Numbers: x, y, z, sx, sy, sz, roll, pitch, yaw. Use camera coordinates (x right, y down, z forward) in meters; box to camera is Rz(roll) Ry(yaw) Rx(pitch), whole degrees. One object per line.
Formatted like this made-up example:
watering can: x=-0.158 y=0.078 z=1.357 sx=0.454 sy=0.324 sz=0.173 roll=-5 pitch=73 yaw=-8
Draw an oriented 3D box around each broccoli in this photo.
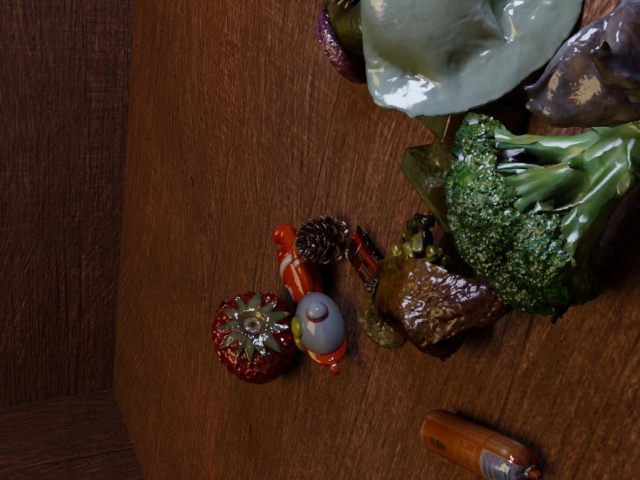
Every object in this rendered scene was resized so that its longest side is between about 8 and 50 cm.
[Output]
broccoli: x=0.269 y=-0.059 z=0.954 sx=0.269 sy=0.254 sz=0.269 roll=2 pitch=94 yaw=26

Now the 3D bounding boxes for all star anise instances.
star anise: x=0.346 y=-0.190 z=0.757 sx=0.139 sy=0.315 sz=0.359 roll=53 pitch=-169 yaw=1

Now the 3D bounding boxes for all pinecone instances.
pinecone: x=-0.001 y=0.003 z=1.591 sx=0.102 sy=0.109 sz=0.102 roll=27 pitch=132 yaw=35

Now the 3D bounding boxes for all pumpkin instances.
pumpkin: x=0.081 y=-0.397 z=1.302 sx=0.219 sy=0.162 sz=0.219 roll=29 pitch=124 yaw=56

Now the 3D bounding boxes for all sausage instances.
sausage: x=0.239 y=0.311 z=1.213 sx=0.234 sy=0.071 sz=0.071 roll=10 pitch=103 yaw=63

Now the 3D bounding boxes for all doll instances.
doll: x=-0.024 y=0.127 z=1.654 sx=0.200 sy=0.105 sz=0.337 roll=83 pitch=166 yaw=-56

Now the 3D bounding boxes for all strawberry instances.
strawberry: x=-0.145 y=0.238 z=1.860 sx=0.244 sy=0.205 sz=0.205 roll=91 pitch=161 yaw=-59

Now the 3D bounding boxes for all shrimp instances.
shrimp: x=0.104 y=0.127 z=1.432 sx=0.099 sy=0.041 sz=0.180 roll=37 pitch=147 yaw=32

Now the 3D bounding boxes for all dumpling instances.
dumpling: x=0.181 y=-0.344 z=1.081 sx=0.212 sy=0.269 sz=0.321 roll=-103 pitch=12 yaw=-66

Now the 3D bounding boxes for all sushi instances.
sushi: x=0.164 y=0.074 z=1.226 sx=0.179 sy=0.166 sz=0.296 roll=-55 pitch=1 yaw=-4

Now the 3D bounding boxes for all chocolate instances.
chocolate: x=0.100 y=0.055 z=1.489 sx=0.182 sy=0.028 sz=0.086 roll=55 pitch=138 yaw=40

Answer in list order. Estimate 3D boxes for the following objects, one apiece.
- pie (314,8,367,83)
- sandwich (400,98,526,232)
pie: x=0.044 y=-0.335 z=1.421 sx=0.036 sy=0.154 sz=0.155 roll=-31 pitch=63 yaw=28
sandwich: x=0.190 y=-0.098 z=1.180 sx=0.122 sy=0.128 sz=0.236 roll=-122 pitch=37 yaw=-55
